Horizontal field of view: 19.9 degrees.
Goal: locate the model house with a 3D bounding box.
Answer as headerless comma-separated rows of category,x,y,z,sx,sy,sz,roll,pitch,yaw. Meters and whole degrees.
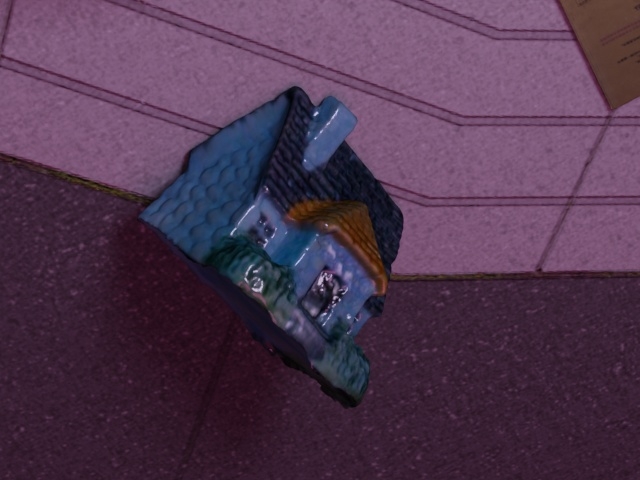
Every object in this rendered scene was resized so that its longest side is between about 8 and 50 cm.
model house,0.000,0.000,1.926,0.241,0.226,0.261,-50,130,-10

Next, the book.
book,0.349,-0.240,1.916,0.168,0.013,0.192,-26,129,9
